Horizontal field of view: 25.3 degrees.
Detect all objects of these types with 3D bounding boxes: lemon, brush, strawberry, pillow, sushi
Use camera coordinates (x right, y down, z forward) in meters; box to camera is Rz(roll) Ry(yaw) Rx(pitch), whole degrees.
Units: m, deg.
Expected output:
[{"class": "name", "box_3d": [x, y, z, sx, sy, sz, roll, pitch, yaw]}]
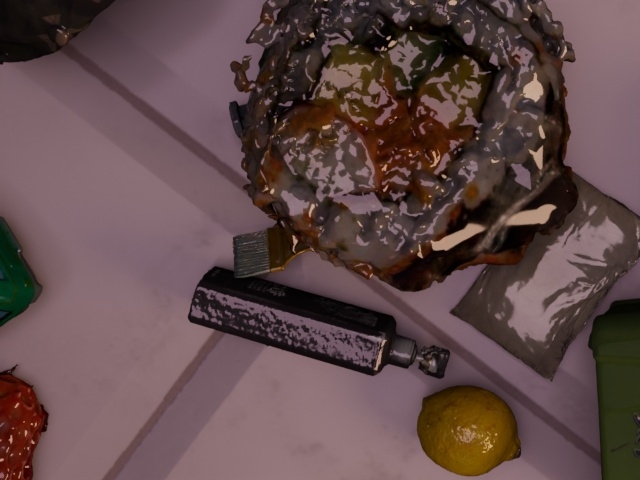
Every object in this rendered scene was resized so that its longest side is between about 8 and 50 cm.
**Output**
[{"class": "lemon", "box_3d": [0.176, 0.225, 1.689, 0.133, 0.109, 0.109, 26, 96, 12]}, {"class": "brush", "box_3d": [0.000, 0.000, 1.724, 0.218, 0.082, 0.010, -11, 130, 1]}, {"class": "strawberry", "box_3d": [-0.463, 0.315, 1.755, 0.280, 0.150, 0.253, -24, 88, 10]}, {"class": "pillow", "box_3d": [0.279, 0.038, 1.697, 0.148, 0.050, 0.229, 37, 96, 13]}, {"class": "sushi", "box_3d": [0.094, -0.144, 1.610, 0.418, 0.176, 0.417, 0, 96, 2]}]

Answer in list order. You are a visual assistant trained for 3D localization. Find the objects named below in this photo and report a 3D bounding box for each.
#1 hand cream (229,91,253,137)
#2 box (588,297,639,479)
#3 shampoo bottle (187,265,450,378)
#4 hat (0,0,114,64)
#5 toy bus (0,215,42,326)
[{"class": "hand cream", "box_3d": [0.028, -0.178, 1.713, 0.276, 0.059, 0.095, -15, 93, 3]}, {"class": "box", "box_3d": [0.402, 0.211, 1.602, 0.178, 0.253, 0.328, -1, 93, 20]}, {"class": "shampoo bottle", "box_3d": [0.003, 0.108, 1.708, 0.310, 0.098, 0.071, 17, 98, 6]}, {"class": "hat", "box_3d": [-0.360, -0.412, 1.626, 0.366, 0.257, 0.381, -37, 100, 30]}, {"class": "toy bus", "box_3d": [-0.530, 0.086, 1.722, 0.343, 0.199, 0.183, -36, 80, 7]}]
